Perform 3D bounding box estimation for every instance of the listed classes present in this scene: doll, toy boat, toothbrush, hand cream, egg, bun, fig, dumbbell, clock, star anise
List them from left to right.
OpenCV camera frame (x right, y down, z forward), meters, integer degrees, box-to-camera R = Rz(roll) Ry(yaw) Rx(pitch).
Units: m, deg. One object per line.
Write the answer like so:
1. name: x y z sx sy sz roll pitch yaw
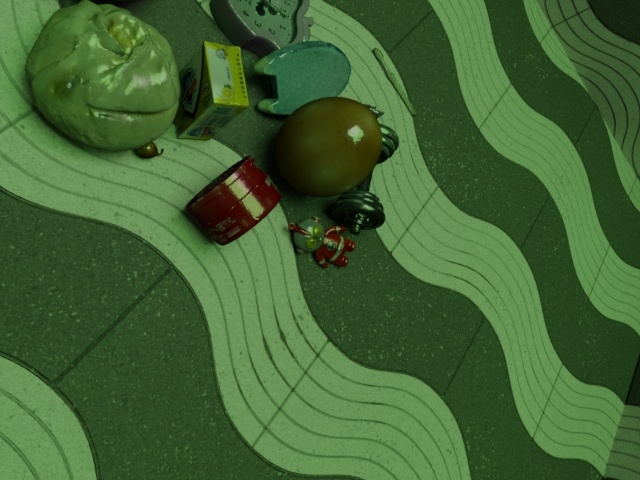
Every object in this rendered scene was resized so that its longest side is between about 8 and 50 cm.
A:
1. bun: -0.499 -0.401 1.363 0.365 0.219 0.365 9 71 -29
2. fig: -0.443 -0.237 1.495 0.083 0.050 0.050 3 77 -58
3. hand cream: -0.228 -0.104 1.513 0.230 0.230 0.149 -46 108 -34
4. clock: -0.173 -0.729 1.771 0.339 0.102 0.338 9 75 -36
5. toy boat: -0.063 -0.511 1.768 0.330 0.123 0.215 -24 129 -22
6. doll: 0.000 0.000 1.753 0.245 0.076 0.142 28 85 -35
7. egg: 0.022 -0.270 1.655 0.283 0.351 0.282 16 66 -38
8. star anise: 0.115 -0.415 1.867 0.182 0.195 0.065 0 101 -5
9. dumbbell: 0.146 -0.207 1.847 0.179 0.179 0.406 25 65 -31
10. toothbrush: 0.279 -0.589 2.129 0.294 0.026 0.028 57 38 -12

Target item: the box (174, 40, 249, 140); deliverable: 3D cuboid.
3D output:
1. box: -0.298 -0.381 1.494 0.097 0.265 0.168 -6 84 -35
